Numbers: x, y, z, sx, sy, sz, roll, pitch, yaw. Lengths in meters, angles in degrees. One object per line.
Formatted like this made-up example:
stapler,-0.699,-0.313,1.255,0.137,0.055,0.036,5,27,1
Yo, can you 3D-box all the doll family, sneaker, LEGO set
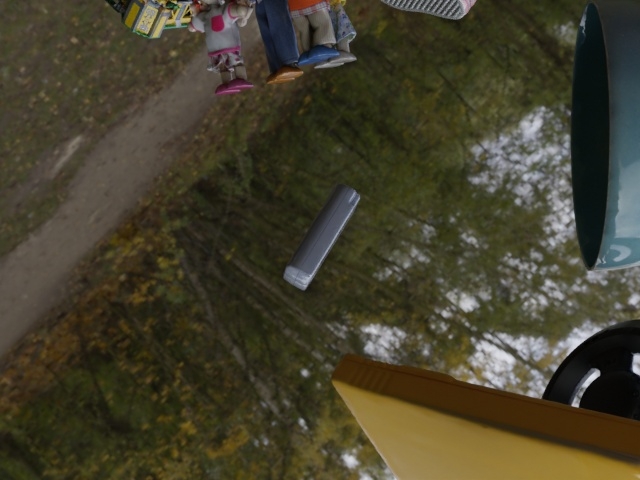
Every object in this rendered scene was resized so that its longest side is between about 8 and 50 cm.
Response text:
doll family,-0.038,-0.262,0.827,0.118,0.163,0.263,-15,-173,-38
sneaker,0.099,-0.255,0.712,0.070,0.134,0.051,-52,145,-12
LEGO set,-0.260,-0.473,1.143,0.255,0.331,0.192,-18,150,-53

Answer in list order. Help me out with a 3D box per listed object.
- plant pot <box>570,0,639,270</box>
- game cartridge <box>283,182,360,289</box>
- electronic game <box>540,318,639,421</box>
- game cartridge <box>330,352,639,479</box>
plant pot,0.384,-0.114,0.807,0.196,0.290,0.290,-1,-166,11
game cartridge,0.000,0.000,1.418,0.196,0.060,0.294,-62,178,-3
electronic game,0.336,0.191,0.860,0.229,0.048,0.229,-44,-157,25
game cartridge,0.195,0.241,0.770,0.324,0.285,0.052,9,-130,41
